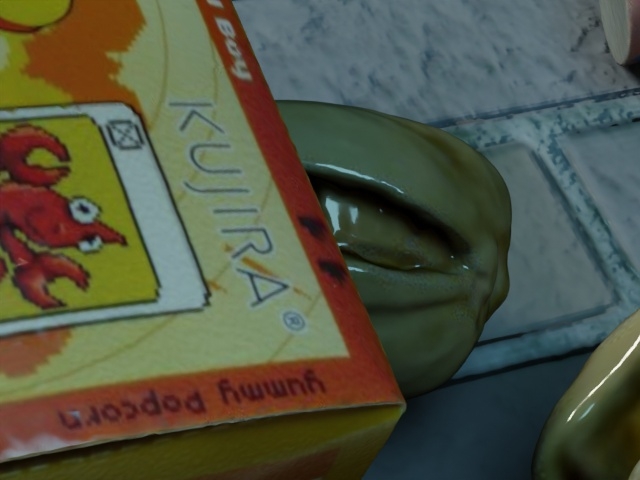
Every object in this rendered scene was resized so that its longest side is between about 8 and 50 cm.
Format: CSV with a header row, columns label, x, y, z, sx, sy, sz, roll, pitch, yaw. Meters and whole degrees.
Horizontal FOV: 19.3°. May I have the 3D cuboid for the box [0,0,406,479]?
label,x,y,z,sx,sy,sz,roll,pitch,yaw
box,-0.160,-0.002,0.553,0.259,0.214,0.284,-8,58,-28

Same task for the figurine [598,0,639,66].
label,x,y,z,sx,sy,sz,roll,pitch,yaw
figurine,0.258,-0.133,0.862,0.275,0.161,0.158,-3,33,-25

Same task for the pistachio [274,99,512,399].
label,x,y,z,sx,sy,sz,roll,pitch,yaw
pistachio,0.000,0.000,0.687,0.149,0.113,0.113,18,51,-4

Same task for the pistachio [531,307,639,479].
label,x,y,z,sx,sy,sz,roll,pitch,yaw
pistachio,0.229,0.067,0.679,0.318,0.214,0.193,-11,16,-17
